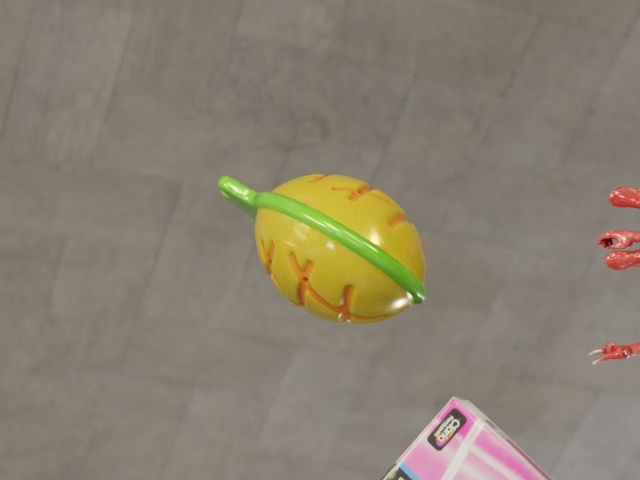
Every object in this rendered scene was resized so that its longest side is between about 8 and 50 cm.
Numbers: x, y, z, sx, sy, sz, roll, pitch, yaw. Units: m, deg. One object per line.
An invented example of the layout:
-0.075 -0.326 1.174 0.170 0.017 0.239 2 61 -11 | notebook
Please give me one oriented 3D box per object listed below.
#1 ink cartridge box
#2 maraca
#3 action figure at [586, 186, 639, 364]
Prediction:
0.211 0.340 1.664 0.176 0.371 0.069 -49 162 6 | ink cartridge box
0.000 0.000 1.207 0.099 0.185 0.127 -55 134 -10 | maraca
0.261 0.027 1.390 0.139 0.280 0.092 -4 104 -9 | action figure
